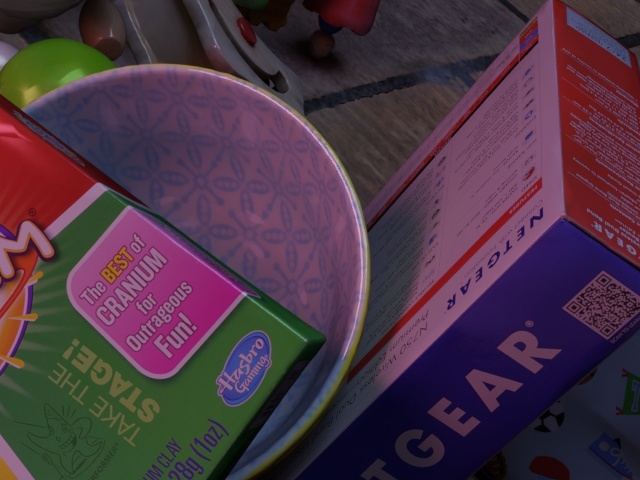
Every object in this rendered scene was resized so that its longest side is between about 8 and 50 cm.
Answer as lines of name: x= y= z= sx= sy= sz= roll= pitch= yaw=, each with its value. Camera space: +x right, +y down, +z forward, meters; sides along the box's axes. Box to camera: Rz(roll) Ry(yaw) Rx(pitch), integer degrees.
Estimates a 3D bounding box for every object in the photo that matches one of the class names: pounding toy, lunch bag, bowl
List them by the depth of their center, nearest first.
bowl: x=-0.104 y=0.045 z=0.783 sx=0.289 sy=0.289 sz=0.156 roll=42 pitch=-8 yaw=18
lunch bag: x=0.256 y=0.138 z=0.890 sx=0.303 sy=0.243 sz=0.115 roll=39 pitch=34 yaw=14
pounding toy: x=-0.139 y=-0.163 z=1.075 sx=0.269 sy=0.155 sz=0.154 roll=39 pitch=28 yaw=-53

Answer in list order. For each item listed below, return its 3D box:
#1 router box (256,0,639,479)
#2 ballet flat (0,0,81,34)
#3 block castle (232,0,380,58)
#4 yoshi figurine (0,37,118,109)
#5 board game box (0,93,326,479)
router box: x=0.083 y=0.034 z=0.807 sx=0.082 sy=0.335 sz=0.301 roll=33 pitch=33 yaw=-12
ballet flat: x=-0.296 y=-0.246 z=0.987 sx=0.400 sy=0.139 sz=0.139 roll=19 pitch=27 yaw=24
block castle: x=-0.150 y=-0.368 z=1.290 sx=0.453 sy=0.213 sz=0.303 roll=9 pitch=26 yaw=-40
yoshi figurine: x=-0.279 y=-0.112 z=0.832 sx=0.362 sy=0.203 sz=0.203 roll=11 pitch=27 yaw=-43
board game box: x=-0.195 y=0.057 z=0.653 sx=0.316 sy=0.242 sz=0.064 roll=36 pitch=2 yaw=9
